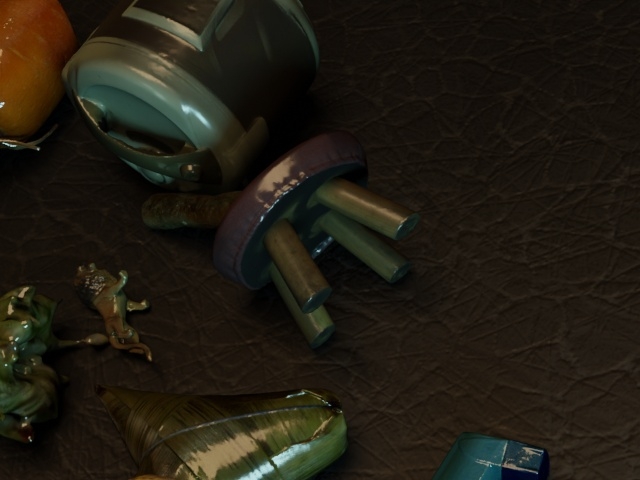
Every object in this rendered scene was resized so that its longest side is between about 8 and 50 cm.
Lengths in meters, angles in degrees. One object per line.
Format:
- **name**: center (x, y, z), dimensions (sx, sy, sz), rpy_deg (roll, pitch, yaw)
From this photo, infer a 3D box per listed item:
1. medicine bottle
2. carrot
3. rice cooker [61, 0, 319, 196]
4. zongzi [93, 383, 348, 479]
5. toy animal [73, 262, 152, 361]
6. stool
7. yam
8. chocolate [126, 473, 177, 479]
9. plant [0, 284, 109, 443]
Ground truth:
- **medicine bottle**: center (0.178, 0.348, 1.668), dimensions (0.124, 0.079, 0.258), rpy_deg (27, 67, 28)
- **carrot**: center (-0.525, -0.253, 2.190), dimensions (0.193, 0.214, 0.331), rpy_deg (-1, 46, 49)
- **rice cooker**: center (-0.202, -0.248, 2.022), dimensions (0.335, 0.335, 0.325), rpy_deg (23, 65, 26)
- **zongzi**: center (-0.141, 0.235, 1.794), dimensions (0.286, 0.138, 0.300), rpy_deg (-33, 54, -12)
- **toy animal**: center (-0.290, 0.104, 1.963), dimensions (0.086, 0.069, 0.220), rpy_deg (-43, 49, 2)
- **stool**: center (0.000, 0.000, 1.852), dimensions (0.272, 0.272, 0.178), rpy_deg (-39, 71, -13)
- **yam**: center (-0.174, -0.043, 1.976), dimensions (0.253, 0.061, 0.061), rpy_deg (0, 52, 48)
- **chocolate**: center (-0.147, 0.416, 1.601), dimensions (0.134, 0.134, 0.309), rpy_deg (-33, 95, -9)
- **plant**: center (-0.507, 0.200, 1.931), dimensions (0.333, 0.180, 0.251), rpy_deg (-19, 24, 25)
